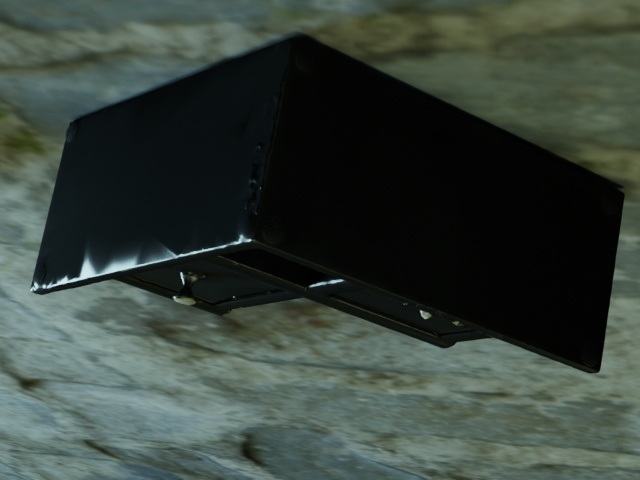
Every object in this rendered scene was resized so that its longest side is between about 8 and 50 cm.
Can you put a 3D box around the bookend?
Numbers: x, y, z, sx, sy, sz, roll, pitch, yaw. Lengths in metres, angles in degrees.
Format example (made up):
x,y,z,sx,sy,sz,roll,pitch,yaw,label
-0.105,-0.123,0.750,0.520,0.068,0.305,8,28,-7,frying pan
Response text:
x,y,z,sx,sy,sz,roll,pitch,yaw,label
0.000,0.000,0.642,0.156,0.072,0.157,22,161,-33,bookend
